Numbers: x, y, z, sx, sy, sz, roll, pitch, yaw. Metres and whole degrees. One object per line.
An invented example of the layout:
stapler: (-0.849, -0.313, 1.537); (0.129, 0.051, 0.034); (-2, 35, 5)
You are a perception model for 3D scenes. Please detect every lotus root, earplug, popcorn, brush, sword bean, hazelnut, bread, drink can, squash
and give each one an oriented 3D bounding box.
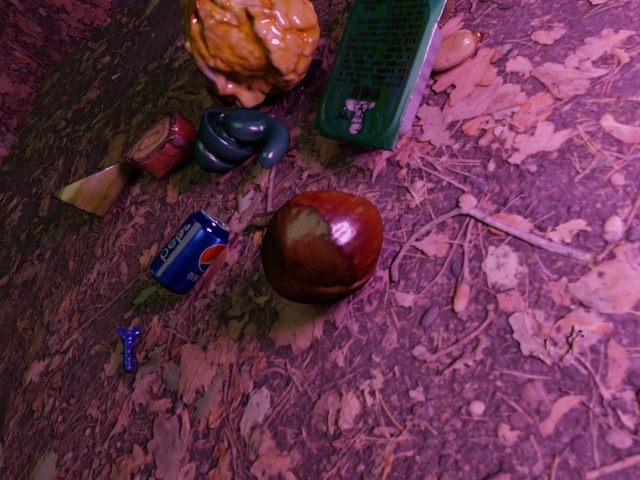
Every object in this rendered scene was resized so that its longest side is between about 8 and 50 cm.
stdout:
lotus root: (0.281, -0.404, 1.052); (0.150, 0.062, 0.073); (-21, 28, 29)
earplug: (-0.217, -0.252, 1.318); (0.280, 0.164, 0.257); (-36, 81, 31)
popcorn: (-0.181, -0.547, 1.307); (0.390, 0.344, 0.354); (-18, 23, 36)
brush: (-0.050, -0.426, 1.365); (0.063, 0.016, 0.193); (1, 63, 41)
sword bean: (-0.054, -0.061, 1.116); (0.269, 0.038, 0.043); (-8, 33, 35)
hazelnut: (0.000, 0.000, 0.913); (0.234, 0.218, 0.218); (-19, 52, 29)
bread: (-0.499, -0.297, 1.566); (0.244, 0.123, 0.190); (-26, 47, 23)
drink can: (-0.316, 0.026, 1.210); (0.205, 0.118, 0.118); (-53, 44, -1)
squash: (-0.758, -0.217, 1.677); (0.189, 0.189, 0.260); (17, 79, 44)

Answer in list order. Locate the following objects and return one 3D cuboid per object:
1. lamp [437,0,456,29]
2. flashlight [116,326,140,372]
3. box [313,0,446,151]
lamp: (0.196, -0.581, 1.168); (0.177, 0.177, 0.274); (-44, 47, 7)
flashlight: (-0.481, 0.274, 1.241); (0.035, 0.057, 0.121); (121, 143, -47)
box: (0.142, -0.355, 1.054); (0.264, 0.106, 0.336); (27, 101, 47)
